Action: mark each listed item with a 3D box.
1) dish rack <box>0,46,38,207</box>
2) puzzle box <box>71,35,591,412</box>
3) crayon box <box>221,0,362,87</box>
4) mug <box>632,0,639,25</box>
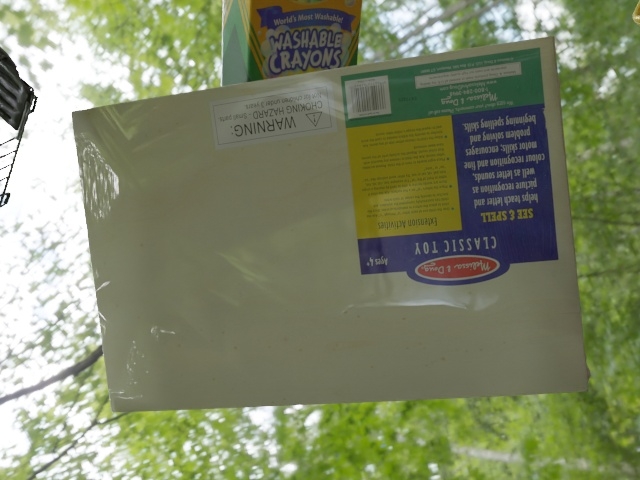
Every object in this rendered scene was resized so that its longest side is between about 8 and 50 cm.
[{"bbox_3d":[-0.364,-0.111,0.730,0.208,0.271,0.074,40,-133,-3],"label":"dish rack"},{"bbox_3d":[0.000,0.000,0.670,0.052,0.409,0.272,-17,-79,-74],"label":"puzzle box"},{"bbox_3d":[-0.039,-0.346,1.177,0.203,0.083,0.322,-14,-62,-36],"label":"crayon box"},{"bbox_3d":[0.217,-0.142,0.459,0.062,0.078,0.064,29,-93,17],"label":"mug"}]
